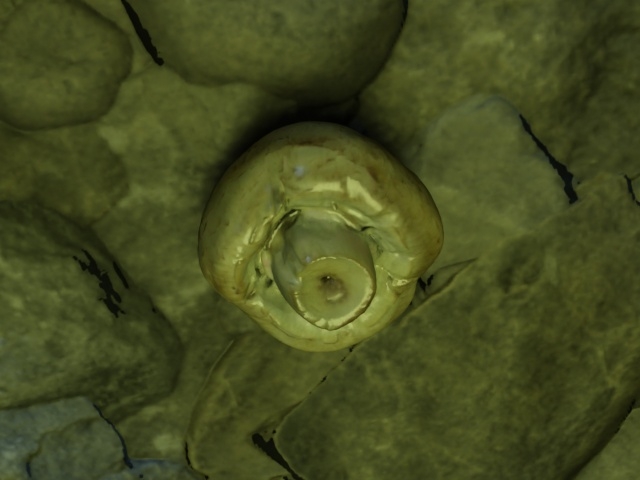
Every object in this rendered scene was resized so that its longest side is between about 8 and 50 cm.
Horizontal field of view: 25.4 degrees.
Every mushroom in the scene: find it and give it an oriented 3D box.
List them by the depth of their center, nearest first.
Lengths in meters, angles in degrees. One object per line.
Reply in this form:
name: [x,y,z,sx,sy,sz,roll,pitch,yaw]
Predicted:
mushroom: [0.000,0.000,0.833,0.148,0.112,0.148,-4,117,-8]
